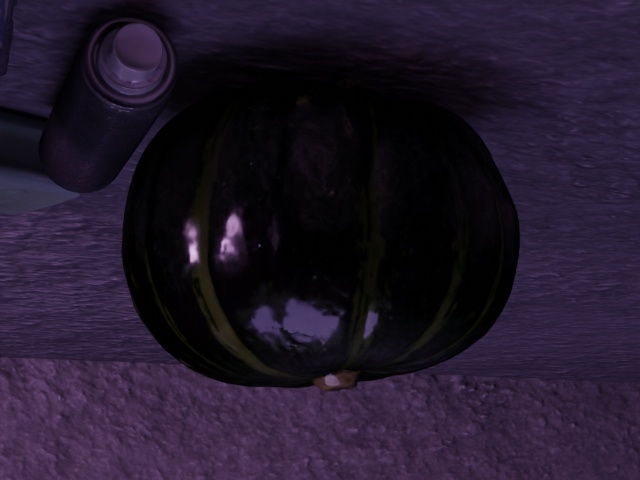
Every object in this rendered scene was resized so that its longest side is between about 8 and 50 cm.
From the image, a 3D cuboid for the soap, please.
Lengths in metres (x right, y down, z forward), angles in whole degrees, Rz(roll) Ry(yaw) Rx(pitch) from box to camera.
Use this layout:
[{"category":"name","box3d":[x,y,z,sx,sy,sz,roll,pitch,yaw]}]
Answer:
[{"category":"soap","box3d":[-0.316,-0.074,1.273,0.119,0.066,0.198,-13,162,43]}]

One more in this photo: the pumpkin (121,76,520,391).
[{"category":"pumpkin","box3d":[0.000,0.000,1.195,0.323,0.241,0.323,2,170,0]}]

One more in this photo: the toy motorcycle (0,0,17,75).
[{"category":"toy motorcycle","box3d":[-0.289,-0.008,0.902,0.213,0.358,0.125,2,174,39]}]

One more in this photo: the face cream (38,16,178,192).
[{"category":"face cream","box3d":[-0.162,-0.101,1.123,0.073,0.073,0.283,4,168,-16]}]
